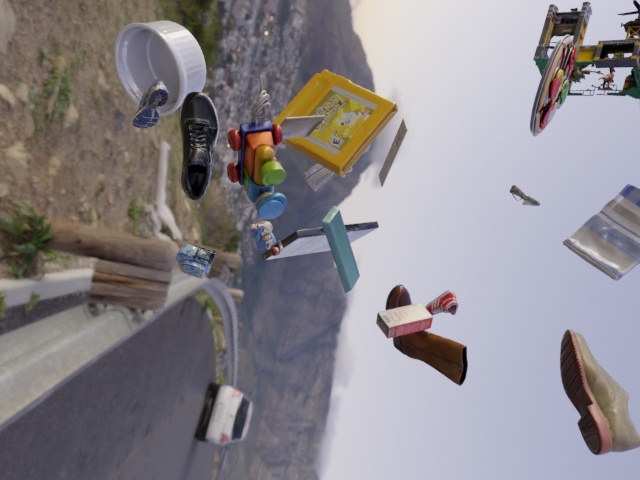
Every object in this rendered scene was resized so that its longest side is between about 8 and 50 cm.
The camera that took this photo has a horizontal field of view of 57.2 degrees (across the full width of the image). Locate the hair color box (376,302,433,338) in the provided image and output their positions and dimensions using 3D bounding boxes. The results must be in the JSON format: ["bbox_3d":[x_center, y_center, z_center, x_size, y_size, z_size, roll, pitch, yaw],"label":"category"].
[{"bbox_3d":[0.234,0.222,1.636,0.072,0.141,0.043,-126,-146,-50],"label":"hair color box"}]

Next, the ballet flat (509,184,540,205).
[{"bbox_3d":[0.702,-0.145,2.030,0.041,0.114,0.041,-46,165,-16],"label":"ballet flat"}]

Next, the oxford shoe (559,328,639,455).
[{"bbox_3d":[0.736,0.396,1.563,0.123,0.130,0.348,90,-2,-53],"label":"oxford shoe"}]

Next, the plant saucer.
[{"bbox_3d":[0.048,0.022,1.283,0.067,0.018,0.192,-53,133,-46],"label":"plant saucer"}]

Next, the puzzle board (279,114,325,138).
[{"bbox_3d":[-0.061,-0.298,1.539,0.096,0.128,0.011,-39,-112,50],"label":"puzzle board"}]

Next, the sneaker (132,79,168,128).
[{"bbox_3d":[-0.392,-0.315,1.355,0.135,0.052,0.058,-42,-130,31],"label":"sneaker"}]

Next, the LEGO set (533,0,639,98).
[{"bbox_3d":[0.716,-0.501,1.513,0.331,0.255,0.192,10,-102,45],"label":"LEGO set"}]

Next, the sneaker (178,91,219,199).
[{"bbox_3d":[-0.318,-0.246,1.557,0.124,0.107,0.283,-130,-138,-66],"label":"sneaker"}]

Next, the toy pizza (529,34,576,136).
[{"bbox_3d":[0.465,-0.302,1.163,0.201,0.032,0.201,-44,146,-41],"label":"toy pizza"}]

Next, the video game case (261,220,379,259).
[{"bbox_3d":[0.000,0.000,1.624,0.196,0.274,0.026,-31,-108,52],"label":"video game case"}]

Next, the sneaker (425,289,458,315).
[{"bbox_3d":[0.350,0.201,1.702,0.118,0.042,0.067,-46,-146,26],"label":"sneaker"}]

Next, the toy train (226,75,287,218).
[{"bbox_3d":[-0.107,-0.166,1.113,0.248,0.105,0.143,103,-32,-49],"label":"toy train"}]

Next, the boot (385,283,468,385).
[{"bbox_3d":[0.327,0.288,1.814,0.280,0.096,0.264,24,-56,51],"label":"boot"}]

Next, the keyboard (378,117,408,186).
[{"bbox_3d":[0.254,-0.305,2.067,0.072,0.014,0.256,-88,-166,-47],"label":"keyboard"}]

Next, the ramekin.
[{"bbox_3d":[-0.483,-0.534,1.798,0.135,0.277,0.277,-41,156,-46],"label":"ramekin"}]

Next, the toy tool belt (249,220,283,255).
[{"bbox_3d":[-0.121,-0.001,1.249,0.052,0.083,0.051,-29,177,26],"label":"toy tool belt"}]

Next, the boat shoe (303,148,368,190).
[{"bbox_3d":[0.069,-0.261,2.057,0.084,0.258,0.095,60,5,3],"label":"boat shoe"}]

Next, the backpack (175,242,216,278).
[{"bbox_3d":[-0.400,0.063,1.860,0.105,0.114,0.084,124,-12,-62],"label":"backpack"}]

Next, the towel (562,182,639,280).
[{"bbox_3d":[0.889,-0.030,1.724,0.285,0.034,0.209,-42,-136,1],"label":"towel"}]

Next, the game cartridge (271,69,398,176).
[{"bbox_3d":[0.033,-0.382,1.850,0.285,0.324,0.052,-51,151,-10],"label":"game cartridge"}]
